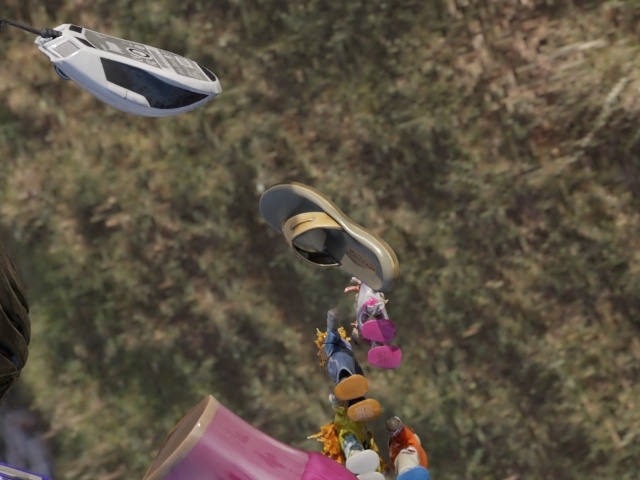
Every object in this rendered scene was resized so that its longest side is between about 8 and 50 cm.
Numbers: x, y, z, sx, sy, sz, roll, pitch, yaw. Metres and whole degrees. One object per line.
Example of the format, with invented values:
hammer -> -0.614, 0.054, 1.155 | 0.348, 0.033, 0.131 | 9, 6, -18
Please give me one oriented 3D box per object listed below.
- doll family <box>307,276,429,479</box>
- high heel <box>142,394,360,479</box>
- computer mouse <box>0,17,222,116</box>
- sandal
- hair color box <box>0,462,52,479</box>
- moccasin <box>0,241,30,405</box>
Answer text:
doll family -> 0.036, 0.162, 1.588 | 0.163, 0.118, 0.263 | -109, 5, -74
high heel -> -0.097, 0.262, 1.144 | 0.181, 0.127, 0.377 | 36, 139, -7
computer mouse -> -0.159, -0.117, 1.030 | 0.042, 0.193, 0.106 | -68, 26, 15
sandal -> 0.000, 0.000, 1.478 | 0.180, 0.049, 0.072 | 35, 142, 31
hair color box -> -0.330, 0.369, 1.349 | 0.185, 0.110, 0.339 | 152, 136, -79
moccasin -> -0.296, 0.105, 1.023 | 0.380, 0.147, 0.139 | -84, -27, -53
